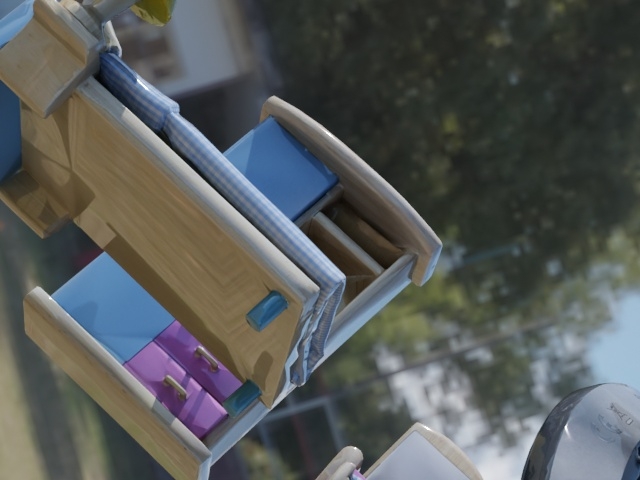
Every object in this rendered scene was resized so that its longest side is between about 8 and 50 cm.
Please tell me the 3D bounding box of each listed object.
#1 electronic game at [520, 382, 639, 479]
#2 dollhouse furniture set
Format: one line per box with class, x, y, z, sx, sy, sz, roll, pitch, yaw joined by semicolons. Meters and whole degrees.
electronic game;0.129;0.168;0.725;0.229;0.048;0.229;33;50;-51
dollhouse furniture set;0.000;0.000;0.933;0.286;0.198;0.303;42;-24;14
